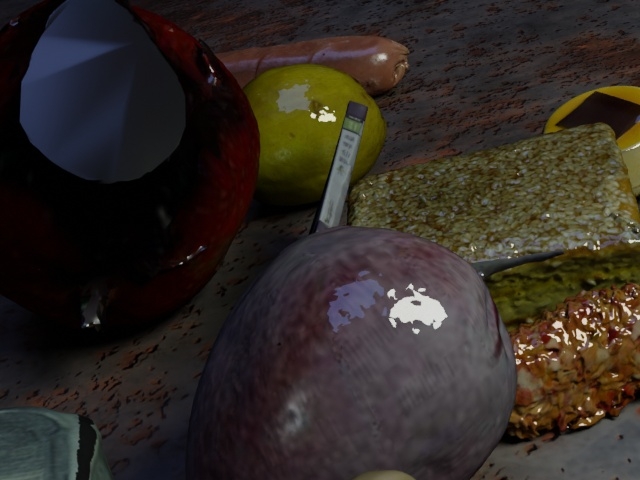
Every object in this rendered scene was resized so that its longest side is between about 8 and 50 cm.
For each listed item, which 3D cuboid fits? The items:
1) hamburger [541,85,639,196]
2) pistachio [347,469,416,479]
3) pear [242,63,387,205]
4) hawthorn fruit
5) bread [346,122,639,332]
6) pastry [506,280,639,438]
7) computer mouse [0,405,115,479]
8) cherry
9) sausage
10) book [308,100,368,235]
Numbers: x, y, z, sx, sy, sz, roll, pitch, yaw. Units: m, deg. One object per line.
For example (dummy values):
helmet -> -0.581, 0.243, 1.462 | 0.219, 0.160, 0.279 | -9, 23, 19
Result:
hamburger -> 0.273, -0.087, 0.999 | 0.126, 0.081, 0.141 | 12, 50, 42
pistachio -> 0.015, 0.225, 0.514 | 0.137, 0.153, 0.238 | -4, 58, 36
pear -> -0.017, -0.111, 1.097 | 0.162, 0.149, 0.149 | -20, 30, -3
hawthorn fruit -> -0.192, -0.075, 0.954 | 0.316, 0.316, 0.316 | -10, 29, 6
bread -> 0.141, 0.005, 0.871 | 0.234, 0.111, 0.184 | -11, 32, 9
pastry -> 0.186, 0.078, 0.755 | 0.169, 0.087, 0.063 | -17, 16, -6
computer mouse -> -0.197, 0.231, 0.604 | 0.203, 0.114, 0.374 | -7, 24, 0
cherry -> 0.020, 0.089, 0.684 | 0.266, 0.183, 0.213 | -42, -2, -13
sausage -> -0.100, -0.201, 1.352 | 0.433, 0.088, 0.088 | -4, 31, 19
book -> 0.001, 0.000, 0.895 | 0.026, 0.157, 0.231 | 18, 32, -2
